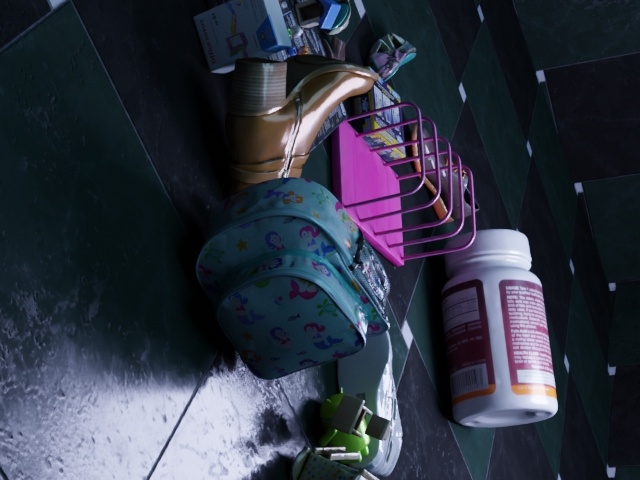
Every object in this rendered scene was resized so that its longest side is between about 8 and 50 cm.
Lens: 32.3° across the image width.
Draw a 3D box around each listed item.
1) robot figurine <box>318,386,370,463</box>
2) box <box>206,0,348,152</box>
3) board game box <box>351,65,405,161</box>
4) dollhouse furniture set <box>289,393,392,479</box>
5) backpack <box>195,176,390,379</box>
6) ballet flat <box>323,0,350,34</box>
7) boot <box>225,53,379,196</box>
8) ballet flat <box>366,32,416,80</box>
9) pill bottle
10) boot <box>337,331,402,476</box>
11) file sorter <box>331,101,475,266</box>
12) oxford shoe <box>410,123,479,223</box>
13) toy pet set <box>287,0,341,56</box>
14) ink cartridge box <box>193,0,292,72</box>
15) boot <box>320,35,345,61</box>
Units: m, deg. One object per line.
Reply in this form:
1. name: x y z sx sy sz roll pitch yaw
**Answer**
1. robot figurine: 0.038 0.294 1.752 0.101 0.067 0.115 -31 107 -53
2. box: -0.066 -0.302 1.808 0.308 0.076 0.242 70 24 -16
3. board game box: 0.116 -0.254 2.237 0.170 0.048 0.141 31 53 -60
4. dollhouse furniture set: 0.074 0.318 1.613 0.101 0.181 0.161 45 64 -51
5. backpack: -0.045 0.050 1.496 0.254 0.225 0.191 61 23 -25
6. ballet flat: 0.037 -0.445 2.149 0.052 0.057 0.168 67 24 -46
7. boot: -0.028 -0.164 1.666 0.283 0.109 0.220 -15 115 -49
8. ballet flat: 0.150 -0.401 2.373 0.079 0.077 0.221 53 27 -5
9. pill bottle: 0.376 0.190 2.381 0.224 0.224 0.392 33 49 -58
10. boot: 0.088 0.269 1.871 0.123 0.095 0.258 45 47 -61
11. file sorter: 0.164 -0.107 2.099 0.290 0.182 0.202 39 44 -55
12. oxford shoe: 0.279 -0.160 2.493 0.271 0.098 0.097 59 29 -37
13. toy pet set: -0.014 -0.362 1.778 0.114 0.065 0.122 -19 96 -66
14. ink cartridge box: -0.116 -0.309 1.636 0.052 0.122 0.089 -18 90 -64
15. boot: 0.020 -0.362 2.086 0.114 0.037 0.106 -71 155 -46
